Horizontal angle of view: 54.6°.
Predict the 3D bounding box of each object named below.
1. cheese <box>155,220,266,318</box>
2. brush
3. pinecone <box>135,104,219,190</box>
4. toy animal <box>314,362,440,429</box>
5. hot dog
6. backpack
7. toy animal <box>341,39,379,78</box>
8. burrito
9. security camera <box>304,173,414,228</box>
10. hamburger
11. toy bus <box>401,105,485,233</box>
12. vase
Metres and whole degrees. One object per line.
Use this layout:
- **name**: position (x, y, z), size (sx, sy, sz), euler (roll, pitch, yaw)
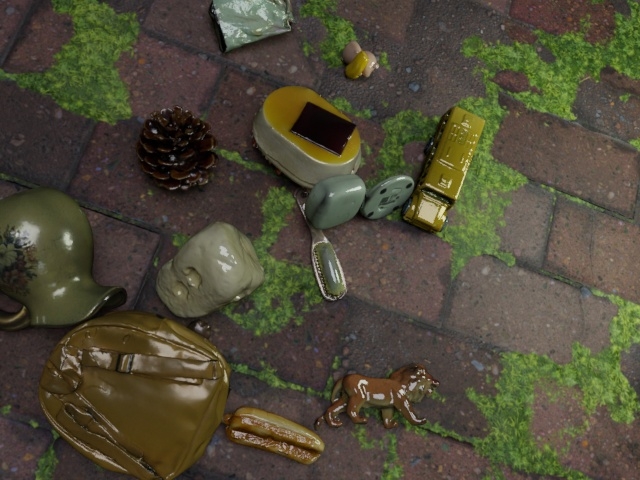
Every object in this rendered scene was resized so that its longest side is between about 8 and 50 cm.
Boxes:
- **cheese**: position (-0.251, 0.073, 1.400), size (0.251, 0.248, 0.173), euler (-27, 82, -12)
- **brush**: position (0.002, -0.001, 1.567), size (0.072, 0.067, 0.312), euler (-13, 77, -15)
- **pinecone**: position (-0.341, -0.225, 1.477), size (0.208, 0.208, 0.207), euler (3, 75, -12)
- **toy animal**: position (0.144, 0.373, 1.498), size (0.313, 0.097, 0.157), euler (4, 63, -10)
- **hot dog**: position (-0.110, 0.436, 1.418), size (0.249, 0.102, 0.076), euler (21, 31, -10)
- **backpack**: position (-0.381, 0.307, 1.310), size (0.378, 0.201, 0.353), euler (33, 85, -8)
- **toy animal**: position (0.110, -0.493, 1.717), size (0.082, 0.091, 0.114), euler (-7, 46, -32)
- **burrito**: position (-0.179, -0.596, 1.665), size (0.229, 0.089, 0.143), euler (-18, 95, -16)
- **security camera**: position (0.101, -0.111, 1.559), size (0.302, 0.157, 0.080), euler (-12, 56, -30)
- **hamburger**: position (-0.034, -0.257, 1.581), size (0.295, 0.151, 0.227), euler (39, 63, 8)
- **toy bus**: position (0.332, -0.189, 1.659), size (0.121, 0.123, 0.335), euler (25, 72, -6)
- **vase**: position (-0.622, 0.074, 1.336), size (0.329, 0.241, 0.302), euler (-29, 91, 13)
